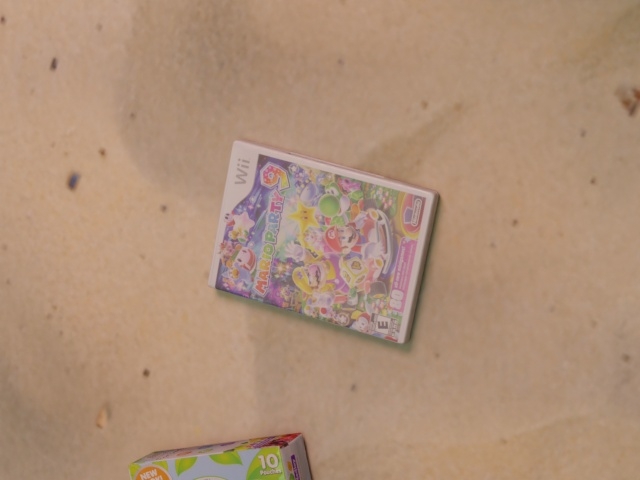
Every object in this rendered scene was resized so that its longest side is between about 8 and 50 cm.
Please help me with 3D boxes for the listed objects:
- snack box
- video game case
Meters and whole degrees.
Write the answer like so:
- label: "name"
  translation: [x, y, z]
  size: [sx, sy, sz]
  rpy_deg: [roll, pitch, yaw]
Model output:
- label: "snack box"
  translation: [-0.046, 0.187, 1.090]
  size: [0.100, 0.037, 0.141]
  rpy_deg: [-10, 94, 23]
- label: "video game case"
  translation: [0.000, 0.000, 1.054]
  size: [0.122, 0.011, 0.087]
  rpy_deg: [16, 105, 20]
